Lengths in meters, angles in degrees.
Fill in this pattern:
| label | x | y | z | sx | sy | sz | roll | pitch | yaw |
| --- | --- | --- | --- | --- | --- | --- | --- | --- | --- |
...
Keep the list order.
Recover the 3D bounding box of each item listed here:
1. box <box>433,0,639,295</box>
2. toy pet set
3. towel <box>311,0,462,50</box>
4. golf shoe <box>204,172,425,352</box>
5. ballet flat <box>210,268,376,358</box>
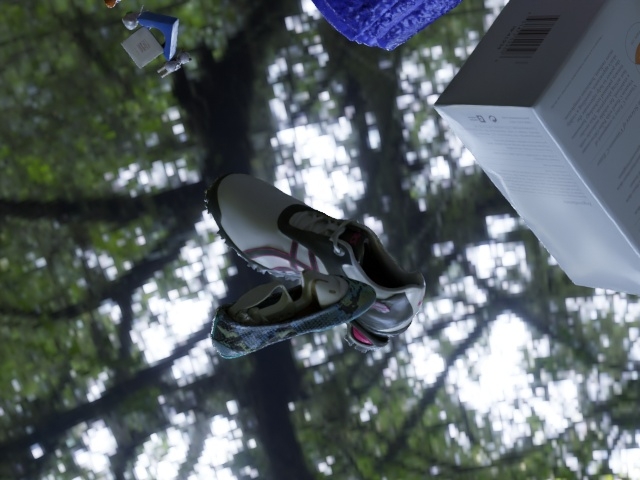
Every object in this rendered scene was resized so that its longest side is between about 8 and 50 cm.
| label | x | y | z | sx | sy | sz | roll | pitch | yaw |
| --- | --- | --- | --- | --- | --- | --- | --- | --- | --- |
| box | 0.333 | -0.122 | 1.844 | 0.168 | 0.345 | 0.215 | 9 | -123 | 52 |
| toy pet set | -0.198 | -0.256 | 1.832 | 0.065 | 0.122 | 0.114 | -34 | -167 | 14 |
| towel | 0.073 | -0.296 | 1.213 | 0.308 | 0.227 | 0.076 | -32 | -164 | 43 |
| golf shoe | 0.000 | 0.000 | 1.702 | 0.273 | 0.120 | 0.105 | 37 | -130 | 0 |
| ballet flat | -0.025 | 0.065 | 1.575 | 0.188 | 0.070 | 0.070 | -21 | -139 | -24 |
